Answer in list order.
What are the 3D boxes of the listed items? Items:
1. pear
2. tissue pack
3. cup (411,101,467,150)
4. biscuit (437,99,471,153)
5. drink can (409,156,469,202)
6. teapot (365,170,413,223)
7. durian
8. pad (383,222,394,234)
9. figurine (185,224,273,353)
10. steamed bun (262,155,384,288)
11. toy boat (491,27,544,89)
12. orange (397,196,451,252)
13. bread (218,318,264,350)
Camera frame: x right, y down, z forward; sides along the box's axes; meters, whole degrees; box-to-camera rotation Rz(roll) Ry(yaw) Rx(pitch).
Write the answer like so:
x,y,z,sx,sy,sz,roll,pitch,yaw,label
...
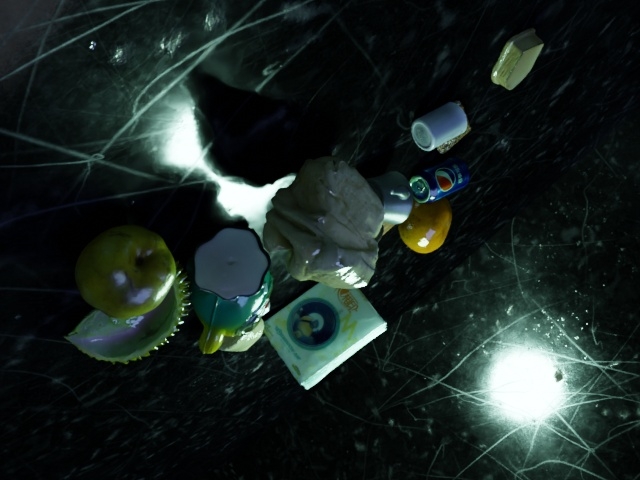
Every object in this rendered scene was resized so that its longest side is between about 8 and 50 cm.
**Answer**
x,y,z,sx,sy,sz,roll,pitch,yaw,label
-0.398,0.065,1.227,0.200,0.200,0.200,-32,158,-15,pear
0.011,0.325,2.244,0.388,0.287,0.162,-36,163,-6,tissue pack
0.337,-0.316,1.730,0.133,0.099,0.136,-30,157,-21,cup
0.405,-0.347,1.874,0.131,0.026,0.237,-44,159,9,biscuit
0.403,-0.204,2.035,0.205,0.118,0.118,-25,155,-30,drink can
0.164,-0.120,1.805,0.149,0.162,0.239,-9,175,-37,teapot
-0.434,0.168,1.418,0.355,0.157,0.169,-45,141,16,durian
0.181,-0.047,2.141,0.286,0.018,0.284,-42,158,6,pad
-0.237,0.121,1.553,0.340,0.232,0.323,109,2,-60,figurine
0.009,-0.033,1.491,0.230,0.372,0.325,-25,128,33,steamed bun
0.567,-0.514,1.747,0.116,0.061,0.188,-29,157,-22,toy boat
0.368,-0.071,2.142,0.240,0.171,0.240,-47,147,-44,orange
-0.273,0.286,1.926,0.148,0.133,0.141,-29,160,14,bread
